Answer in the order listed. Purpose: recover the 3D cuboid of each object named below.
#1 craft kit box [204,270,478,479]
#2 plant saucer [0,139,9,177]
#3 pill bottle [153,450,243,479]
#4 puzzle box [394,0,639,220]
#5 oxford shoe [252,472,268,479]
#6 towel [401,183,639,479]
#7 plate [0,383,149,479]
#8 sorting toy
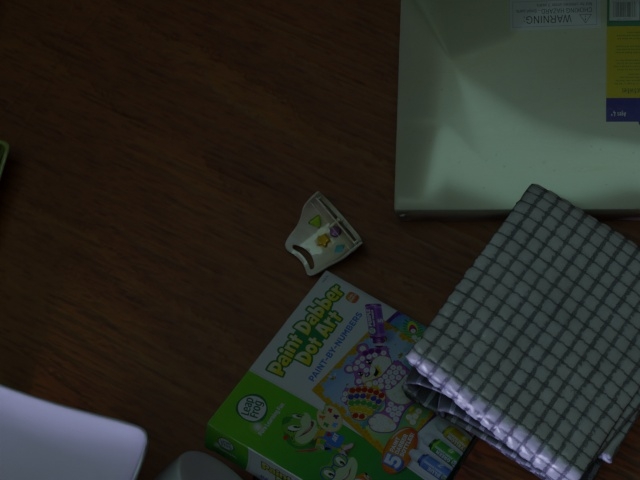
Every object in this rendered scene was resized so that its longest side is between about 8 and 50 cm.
[{"bbox_3d":[0.044,0.184,1.779,0.246,0.061,0.250,27,54,15],"label":"craft kit box"},{"bbox_3d":[-0.480,-0.042,1.993,0.188,0.045,0.188,11,77,12],"label":"plant saucer"},{"bbox_3d":[-0.211,0.374,1.710,0.334,0.188,0.188,-42,71,16],"label":"pill bottle"},{"bbox_3d":[0.292,-0.155,1.892,0.409,0.052,0.272,1,74,10],"label":"puzzle box"},{"bbox_3d":[-0.046,0.227,1.825,0.083,0.096,0.227,7,54,-2],"label":"oxford shoe"},{"bbox_3d":[0.243,0.110,1.751,0.235,0.121,0.284,35,64,5],"label":"towel"},{"bbox_3d":[-0.310,0.294,1.651,0.278,0.045,0.277,11,77,34],"label":"plate"},{"bbox_3d":[0.000,0.000,1.904,0.075,0.045,0.083,-41,72,4],"label":"sorting toy"}]
